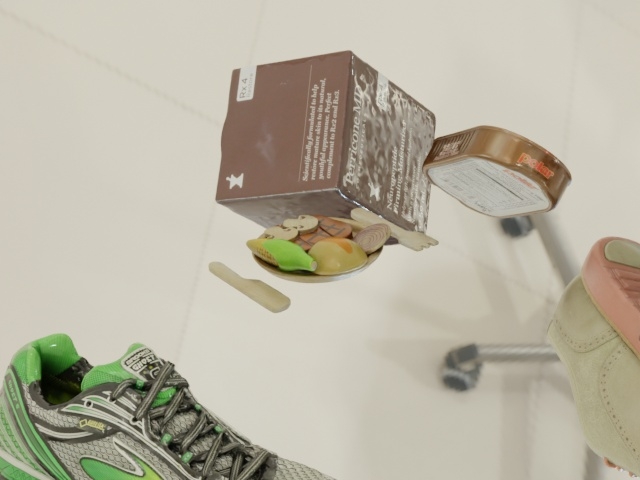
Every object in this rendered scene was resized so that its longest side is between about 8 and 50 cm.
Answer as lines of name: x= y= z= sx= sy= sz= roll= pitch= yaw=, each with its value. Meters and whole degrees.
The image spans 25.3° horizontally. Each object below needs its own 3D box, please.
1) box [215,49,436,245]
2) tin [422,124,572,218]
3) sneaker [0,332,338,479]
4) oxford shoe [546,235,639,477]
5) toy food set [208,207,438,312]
box: x=0.010 y=-0.096 z=1.645 sx=0.203 sy=0.167 sz=0.168 roll=28 pitch=63 yaw=-53
tin: x=0.166 y=-0.063 z=1.370 sx=0.106 sy=0.190 sz=0.040 roll=29 pitch=78 yaw=-15
sneaker: x=-0.123 y=0.163 z=1.070 sx=0.134 sy=0.343 sz=0.146 roll=-21 pitch=119 yaw=-55
oxford shoe: x=0.335 y=0.182 z=1.327 sx=0.140 sy=0.146 sz=0.397 roll=9 pitch=41 yaw=-30
toy food set: x=0.000 y=0.000 z=1.321 sx=0.192 sy=0.132 sz=0.038 roll=-22 pitch=121 yaw=-33
